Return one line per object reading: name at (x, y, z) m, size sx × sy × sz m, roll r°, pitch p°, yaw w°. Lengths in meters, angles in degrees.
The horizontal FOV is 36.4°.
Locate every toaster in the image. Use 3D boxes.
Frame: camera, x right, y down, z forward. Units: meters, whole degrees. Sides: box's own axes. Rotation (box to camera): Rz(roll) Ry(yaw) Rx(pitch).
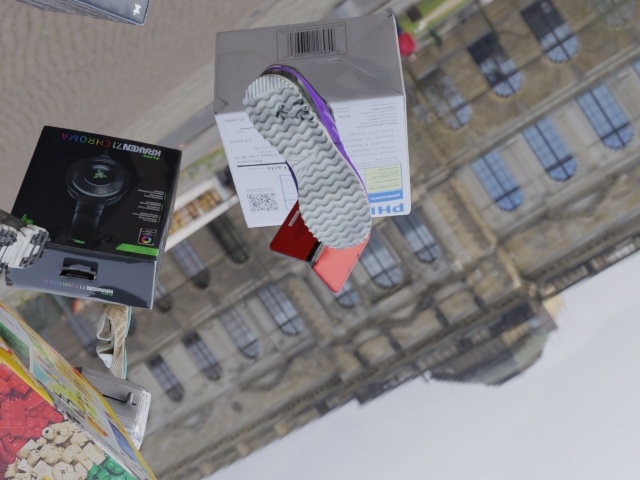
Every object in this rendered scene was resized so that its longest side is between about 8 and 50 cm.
toaster at (-0.388, 0.325, 1.705) m, size 0.129 × 0.146 × 0.227 m, roll -86°, pitch -163°, yaw -44°

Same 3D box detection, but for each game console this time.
game console at (0.000, 0.000, 1.682) m, size 0.144 × 0.124 × 0.085 m, roll -59°, pitch 155°, yaw -30°

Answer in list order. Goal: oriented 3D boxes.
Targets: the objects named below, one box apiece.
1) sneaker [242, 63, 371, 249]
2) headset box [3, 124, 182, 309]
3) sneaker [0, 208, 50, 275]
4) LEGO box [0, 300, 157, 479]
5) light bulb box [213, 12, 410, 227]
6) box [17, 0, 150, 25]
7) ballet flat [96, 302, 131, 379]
sneaker at (-0.002, -0.132, 1.423) m, size 0.102 × 0.293 × 0.146 m, roll -21°, pitch -157°, yaw 17°
headset box at (-0.378, -0.033, 1.626) m, size 0.131 × 0.246 × 0.283 m, roll 106°, pitch -8°, yaw -48°
sneaker at (-0.466, -0.004, 1.354) m, size 0.078 × 0.106 × 0.234 m, roll -64°, pitch 177°, yaw 3°
LEGO box at (-0.419, 0.206, 1.193) m, size 0.193 × 0.372 × 0.500 m, roll -46°, pitch -159°, yaw -11°
light bulb box at (-0.007, -0.228, 1.945) m, size 0.357 × 0.225 × 0.361 m, roll -5°, pitch 145°, yaw 4°
box at (-0.458, -0.482, 1.558) m, size 0.294 × 0.183 × 0.296 m, roll 19°, pitch -175°, yaw 38°
ballet flat at (-0.452, 0.215, 2.107) m, size 0.067 × 0.206 × 0.073 m, roll -4°, pitch -155°, yaw -24°
